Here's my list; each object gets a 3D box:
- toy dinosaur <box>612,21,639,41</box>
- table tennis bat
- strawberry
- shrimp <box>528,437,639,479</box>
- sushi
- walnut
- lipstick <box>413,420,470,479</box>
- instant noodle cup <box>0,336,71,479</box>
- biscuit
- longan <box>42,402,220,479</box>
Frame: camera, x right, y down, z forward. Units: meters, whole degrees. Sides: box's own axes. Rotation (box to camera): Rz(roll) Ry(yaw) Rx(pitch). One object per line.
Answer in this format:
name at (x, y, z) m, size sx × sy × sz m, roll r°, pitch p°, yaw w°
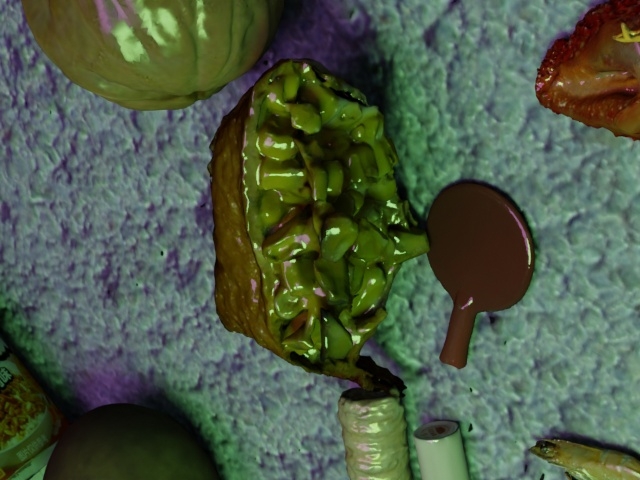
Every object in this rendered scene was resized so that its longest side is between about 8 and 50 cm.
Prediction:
toy dinosaur at (0.293, -0.194, 1.096) m, size 0.288 × 0.070 × 0.117 m, roll -11°, pitch 91°, yaw 40°
table tennis bat at (0.113, 0.029, 1.392) m, size 0.098 × 0.019 × 0.155 m, roll 29°, pitch 125°, yaw 30°
strawberry at (0.203, -0.109, 1.228) m, size 0.152 × 0.048 × 0.104 m, roll -10°, pitch 100°, yaw 40°
shrimp at (0.204, 0.178, 1.383) m, size 0.108 × 0.023 × 0.059 m, roll 11°, pitch 126°, yaw 38°
sushi at (-0.001, -0.002, 1.364) m, size 0.179 × 0.167 × 0.296 m, roll 26°, pitch 124°, yaw 35°
walnut at (-0.128, -0.204, 1.376) m, size 0.213 × 0.213 × 0.213 m, roll 19°, pitch 122°, yaw 34°
lipstick at (0.103, 0.210, 1.473) m, size 0.038 × 0.038 × 0.131 m, roll 3°, pitch 112°, yaw 40°
instant noodle cup at (-0.407, 0.160, 1.758) m, size 0.308 × 0.294 × 0.294 m, roll 44°, pitch 133°, yaw 7°
biscuit at (0.055, 0.221, 1.509) m, size 0.061 × 0.055 × 0.219 m, roll 4°, pitch 113°, yaw 36°
longan at (-0.164, 0.236, 1.647) m, size 0.204 × 0.159 × 0.185 m, roll 76°, pitch 172°, yaw -70°
